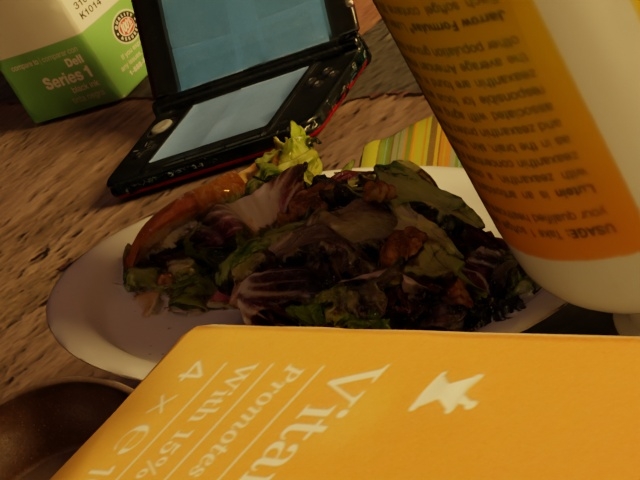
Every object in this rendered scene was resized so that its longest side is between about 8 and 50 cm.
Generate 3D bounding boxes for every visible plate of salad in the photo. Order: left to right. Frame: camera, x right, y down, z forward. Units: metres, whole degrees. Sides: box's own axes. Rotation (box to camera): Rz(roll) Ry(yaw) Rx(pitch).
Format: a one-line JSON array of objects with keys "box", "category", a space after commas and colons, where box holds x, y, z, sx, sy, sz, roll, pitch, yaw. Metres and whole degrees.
[{"box": [0.000, 0.000, 0.692, 0.199, 0.048, 0.200, -6, 20, 2], "category": "plate of salad"}]

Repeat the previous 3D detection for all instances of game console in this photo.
[{"box": [-0.055, -0.101, 1.048, 0.144, 0.085, 0.124, -16, 26, 34], "category": "game console"}]

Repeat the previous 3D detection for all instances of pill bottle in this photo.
[{"box": [0.095, -0.066, 0.574, 0.136, 0.246, 0.136, -26, 23, 12], "category": "pill bottle"}]

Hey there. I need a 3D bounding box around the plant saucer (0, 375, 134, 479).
[{"box": [-0.093, 0.126, 0.623, 0.168, 0.029, 0.168, -24, 49, 30], "category": "plant saucer"}]

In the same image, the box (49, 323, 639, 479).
[{"box": [0.057, 0.143, 0.287, 0.345, 0.168, 0.215, -2, 36, 49], "category": "box"}]

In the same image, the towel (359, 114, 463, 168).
[{"box": [0.120, -0.048, 0.809, 0.237, 0.021, 0.102, -21, 30, 20], "category": "towel"}]

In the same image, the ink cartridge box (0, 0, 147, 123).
[{"box": [-0.169, -0.213, 1.246, 0.092, 0.219, 0.160, -10, 30, 42], "category": "ink cartridge box"}]
